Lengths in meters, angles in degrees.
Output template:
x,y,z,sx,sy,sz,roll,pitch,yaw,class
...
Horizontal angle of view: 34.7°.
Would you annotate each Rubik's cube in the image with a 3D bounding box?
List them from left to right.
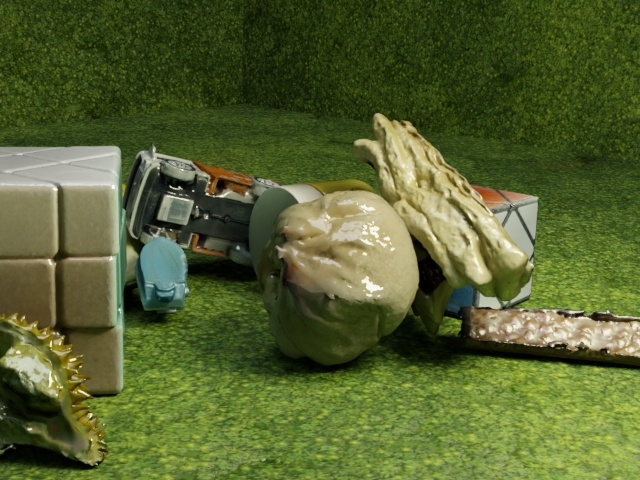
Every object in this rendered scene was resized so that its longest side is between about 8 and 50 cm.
x,y,z,sx,sy,sz,roll,pitch,yaw,class
-0.452,0.035,1.522,0.319,0.315,0.322,-1,16,-10,Rubik's cube
0.262,0.014,1.894,0.205,0.204,0.207,13,17,37,Rubik's cube

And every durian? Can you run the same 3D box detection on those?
x,y,z,sx,sy,sz,roll,pitch,yaw,class
-0.393,0.188,1.282,0.307,0.172,0.166,13,41,13,durian

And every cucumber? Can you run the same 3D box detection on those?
x,y,z,sx,sy,sz,roll,pitch,yaw,class
-0.392,0.052,1.894,0.145,0.105,0.325,33,13,-10,cucumber

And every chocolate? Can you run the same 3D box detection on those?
x,y,z,sx,sy,sz,roll,pitch,yaw,class
0.384,0.157,1.643,0.330,0.065,0.102,3,34,11,chocolate

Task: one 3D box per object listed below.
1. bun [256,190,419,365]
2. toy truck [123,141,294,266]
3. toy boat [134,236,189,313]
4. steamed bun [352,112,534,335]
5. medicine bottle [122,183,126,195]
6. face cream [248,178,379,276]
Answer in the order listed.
x,y,z,sx,sy,sz,roll,pitch,yaw,class
0.011,0.055,1.576,0.205,0.281,0.282,-1,13,-38,bun
-0.198,-0.066,2.023,0.388,0.173,0.207,12,15,-28,toy truck
-0.282,0.074,1.805,0.088,0.102,0.215,0,30,-14,toy boat
0.171,-0.004,1.681,0.189,0.247,0.428,-34,49,0,steamed bun
-0.599,-0.086,2.447,0.309,0.076,0.111,-10,17,-33,medicine bottle
0.000,0.000,1.886,0.179,0.218,0.218,-8,17,-35,face cream
